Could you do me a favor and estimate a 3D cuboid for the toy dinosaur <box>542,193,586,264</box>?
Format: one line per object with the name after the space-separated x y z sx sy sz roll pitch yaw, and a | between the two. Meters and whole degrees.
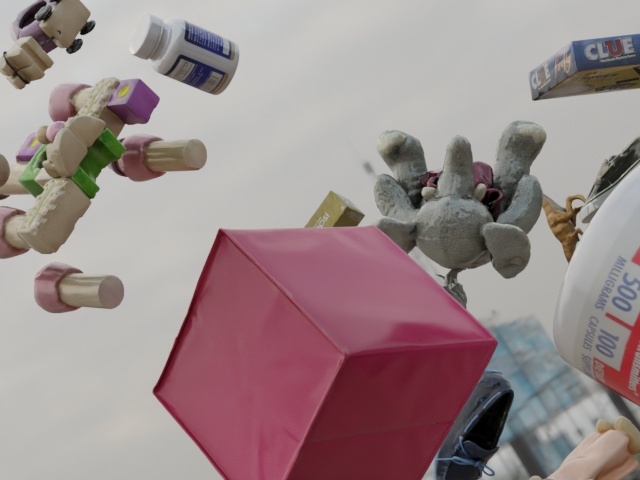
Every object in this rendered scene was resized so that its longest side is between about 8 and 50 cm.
0.436 -0.045 2.325 0.112 0.211 0.064 -32 -18 10 | toy dinosaur

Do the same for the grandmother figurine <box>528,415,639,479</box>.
0.394 0.424 2.107 0.342 0.104 0.208 -36 -8 -22 | grandmother figurine

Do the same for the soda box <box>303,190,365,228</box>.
0.000 0.000 2.372 0.058 0.061 0.181 24 -73 -46 | soda box

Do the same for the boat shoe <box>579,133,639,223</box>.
0.481 -0.101 2.023 0.077 0.070 0.219 -4 -27 -31 | boat shoe

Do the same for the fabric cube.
0.001 0.153 1.525 0.258 0.254 0.259 -2 -54 -44 | fabric cube

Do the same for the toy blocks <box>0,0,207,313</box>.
-0.362 -0.103 1.595 0.260 0.309 0.288 2 53 44 | toy blocks

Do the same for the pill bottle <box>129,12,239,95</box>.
-0.257 -0.354 2.387 0.186 0.112 0.112 20 -44 -29 | pill bottle

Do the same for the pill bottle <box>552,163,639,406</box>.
0.428 0.102 1.104 0.229 0.407 0.229 -37 -36 -34 | pill bottle

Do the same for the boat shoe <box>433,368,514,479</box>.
0.272 0.360 2.286 0.109 0.089 0.258 5 -73 -26 | boat shoe

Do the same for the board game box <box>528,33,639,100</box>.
0.420 -0.237 1.691 0.243 0.042 0.165 -8 -6 -12 | board game box

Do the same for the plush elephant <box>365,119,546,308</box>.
0.206 -0.048 1.938 0.272 0.330 0.255 4 -8 7 | plush elephant
